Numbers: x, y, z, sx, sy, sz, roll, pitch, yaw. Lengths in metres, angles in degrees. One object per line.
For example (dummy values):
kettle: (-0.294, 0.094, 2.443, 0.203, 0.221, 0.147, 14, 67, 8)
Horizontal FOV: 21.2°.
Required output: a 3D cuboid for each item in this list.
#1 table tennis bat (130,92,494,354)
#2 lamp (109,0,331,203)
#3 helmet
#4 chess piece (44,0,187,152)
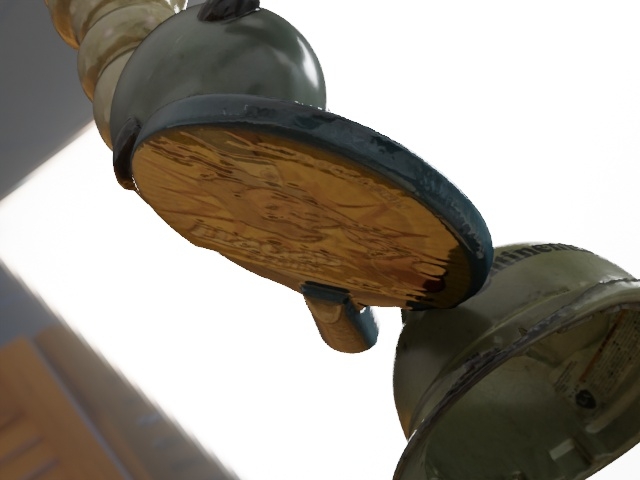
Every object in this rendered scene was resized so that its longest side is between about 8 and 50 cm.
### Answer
table tennis bat: (0.000, 0.000, 1.026, 0.329, 0.215, 0.044, 74, -148, -66)
lamp: (-0.071, -0.095, 1.461, 0.198, 0.197, 0.244, -40, -33, 7)
helmet: (0.114, 0.070, 1.109, 0.258, 0.137, 0.204, -2, -47, -43)
chess piece: (-0.199, -0.200, 1.783, 0.167, 0.299, 0.167, -10, -42, -9)
